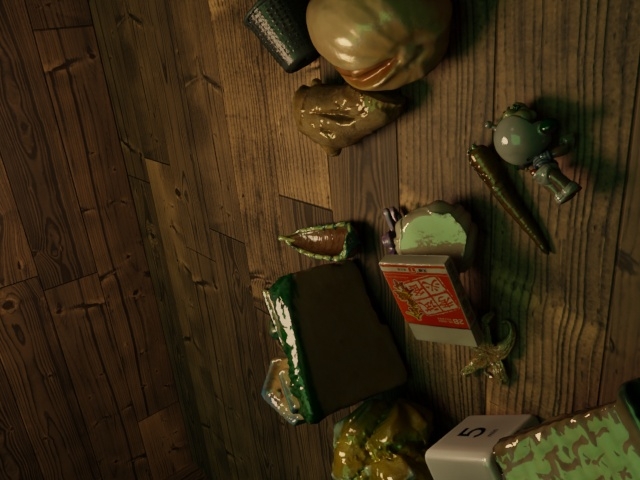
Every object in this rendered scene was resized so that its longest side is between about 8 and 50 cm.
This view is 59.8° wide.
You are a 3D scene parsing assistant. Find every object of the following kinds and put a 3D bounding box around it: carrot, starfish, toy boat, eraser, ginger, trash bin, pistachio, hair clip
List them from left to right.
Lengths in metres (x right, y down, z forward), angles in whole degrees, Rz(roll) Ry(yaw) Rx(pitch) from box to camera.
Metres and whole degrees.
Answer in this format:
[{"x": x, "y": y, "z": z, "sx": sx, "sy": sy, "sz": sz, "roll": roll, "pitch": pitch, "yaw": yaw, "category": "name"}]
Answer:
[{"x": -0.071, "y": -0.494, "z": 1.323, "sx": 0.175, "sy": 0.175, "sz": 0.161, "roll": -22, "pitch": 101, "yaw": 55, "category": "trash bin"}, {"x": 0.007, "y": 0.002, "z": 1.519, "sx": 0.292, "sy": 0.099, "sz": 0.109, "roll": 2, "pitch": 80, "yaw": 50, "category": "toy boat"}, {"x": 0.054, "y": -0.295, "z": 1.279, "sx": 0.354, "sy": 0.126, "sz": 0.190, "roll": 1, "pitch": 104, "yaw": 54, "category": "ginger"}, {"x": 0.112, "y": -0.413, "z": 1.082, "sx": 0.308, "sy": 0.229, "sz": 0.230, "roll": 31, "pitch": 131, "yaw": 46, "category": "pistachio"}, {"x": 0.205, "y": 0.057, "z": 1.281, "sx": 0.090, "sy": 0.137, "sz": 0.279, "roll": -36, "pitch": 81, "yaw": 29, "category": "hair clip"}, {"x": 0.234, "y": 0.127, "z": 1.173, "sx": 0.157, "sy": 0.038, "sz": 0.230, "roll": -1, "pitch": 128, "yaw": 42, "category": "eraser"}, {"x": 0.361, "y": 0.248, "z": 1.230, "sx": 0.150, "sy": 0.053, "sz": 0.210, "roll": 54, "pitch": 145, "yaw": 26, "category": "starfish"}, {"x": 0.362, "y": -0.080, "z": 1.064, "sx": 0.255, "sy": 0.049, "sz": 0.049, "roll": 58, "pitch": 144, "yaw": 7, "category": "carrot"}]

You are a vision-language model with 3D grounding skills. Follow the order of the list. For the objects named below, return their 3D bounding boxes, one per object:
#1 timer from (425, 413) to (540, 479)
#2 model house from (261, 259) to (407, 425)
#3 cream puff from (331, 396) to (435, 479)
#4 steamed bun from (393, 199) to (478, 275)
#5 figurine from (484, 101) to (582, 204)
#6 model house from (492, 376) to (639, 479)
[{"x": 0.382, "y": 0.508, "z": 1.216, "sx": 0.195, "sy": 0.194, "sz": 0.193, "roll": -28, "pitch": 86, "yaw": 55, "category": "timer"}, {"x": -0.024, "y": 0.285, "z": 1.531, "sx": 0.342, "sy": 0.334, "sz": 0.382, "roll": -33, "pitch": 72, "yaw": 53, "category": "model house"}, {"x": 0.212, "y": 0.555, "z": 1.418, "sx": 0.378, "sy": 0.276, "sz": 0.378, "roll": 29, "pitch": 168, "yaw": 7, "category": "cream puff"}, {"x": 0.250, "y": -0.001, "z": 1.181, "sx": 0.182, "sy": 0.106, "sz": 0.183, "roll": 11, "pitch": 114, "yaw": 27, "category": "steamed bun"}, {"x": 0.377, "y": -0.156, "z": 0.965, "sx": 0.197, "sy": 0.093, "sz": 0.147, "roll": 47, "pitch": 163, "yaw": 15, "category": "figurine"}, {"x": 0.570, "y": 0.437, "z": 0.842, "sx": 0.400, "sy": 0.394, "sz": 0.446, "roll": -42, "pitch": 56, "yaw": 37, "category": "model house"}]
